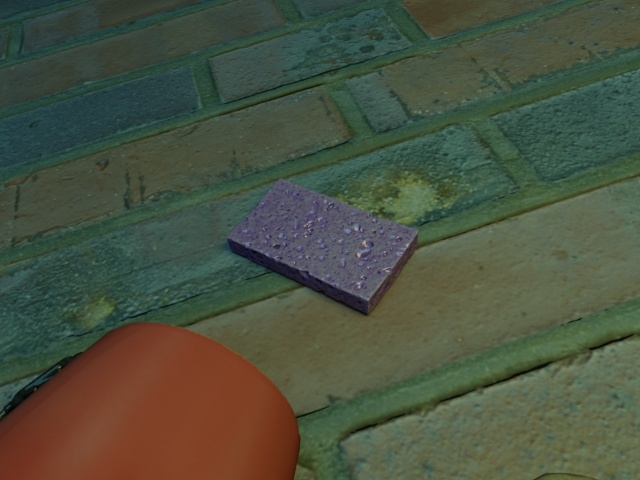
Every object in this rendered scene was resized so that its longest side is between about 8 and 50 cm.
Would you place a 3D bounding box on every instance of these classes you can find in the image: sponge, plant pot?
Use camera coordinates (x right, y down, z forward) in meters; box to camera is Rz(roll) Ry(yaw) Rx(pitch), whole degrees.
[{"bbox_3d":[0.000,0.000,0.733,0.210,0.031,0.117,23,56,28],"label":"sponge"},{"bbox_3d":[-0.143,0.210,0.434,0.274,0.275,0.243,8,40,19],"label":"plant pot"}]

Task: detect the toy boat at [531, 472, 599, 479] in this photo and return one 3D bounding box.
[{"bbox_3d":[0.108,0.274,0.337,0.318,0.148,0.268,-17,74,21],"label":"toy boat"}]

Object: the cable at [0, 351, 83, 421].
[{"bbox_3d":[-0.264,0.203,0.602,0.184,0.047,0.150,-38,57,-25],"label":"cable"}]
